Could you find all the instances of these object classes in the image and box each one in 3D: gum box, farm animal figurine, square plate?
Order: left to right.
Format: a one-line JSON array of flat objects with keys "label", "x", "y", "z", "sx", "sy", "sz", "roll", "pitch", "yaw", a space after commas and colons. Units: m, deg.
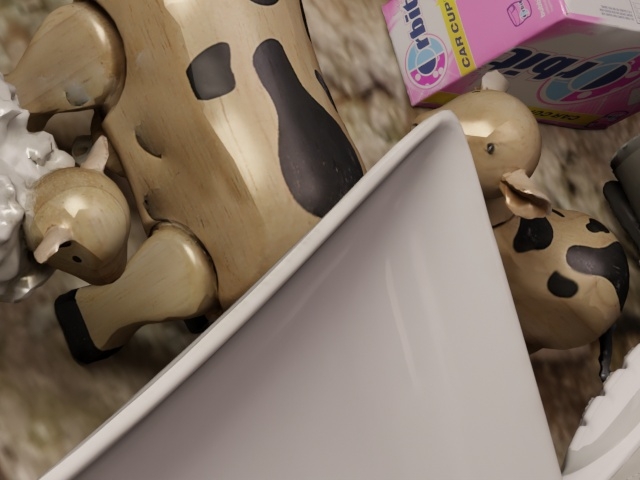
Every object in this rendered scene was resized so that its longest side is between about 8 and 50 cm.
[{"label": "square plate", "x": -0.015, "y": 0.185, "z": 0.614, "sx": 0.347, "sy": 0.049, "sz": 0.344, "roll": -42, "pitch": 123, "yaw": -45}, {"label": "farm animal figurine", "x": 0.000, "y": 0.000, "z": 0.805, "sx": 0.327, "sy": 0.172, "sz": 0.330, "roll": 55, "pitch": 39, "yaw": -7}, {"label": "gum box", "x": 0.139, "y": -0.114, "z": 1.078, "sx": 0.188, "sy": 0.107, "sz": 0.062, "roll": 3, "pitch": 66, "yaw": -47}]

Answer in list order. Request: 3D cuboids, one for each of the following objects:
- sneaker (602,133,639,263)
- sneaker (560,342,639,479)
[{"label": "sneaker", "x": 0.212, "y": 0.080, "z": 1.040, "sx": 0.257, "sy": 0.169, "sz": 0.447, "roll": 44, "pitch": 40, "yaw": 2}, {"label": "sneaker", "x": 0.122, "y": 0.158, "z": 0.825, "sx": 0.115, "sy": 0.105, "sz": 0.281, "roll": 30, "pitch": 65, "yaw": 18}]
